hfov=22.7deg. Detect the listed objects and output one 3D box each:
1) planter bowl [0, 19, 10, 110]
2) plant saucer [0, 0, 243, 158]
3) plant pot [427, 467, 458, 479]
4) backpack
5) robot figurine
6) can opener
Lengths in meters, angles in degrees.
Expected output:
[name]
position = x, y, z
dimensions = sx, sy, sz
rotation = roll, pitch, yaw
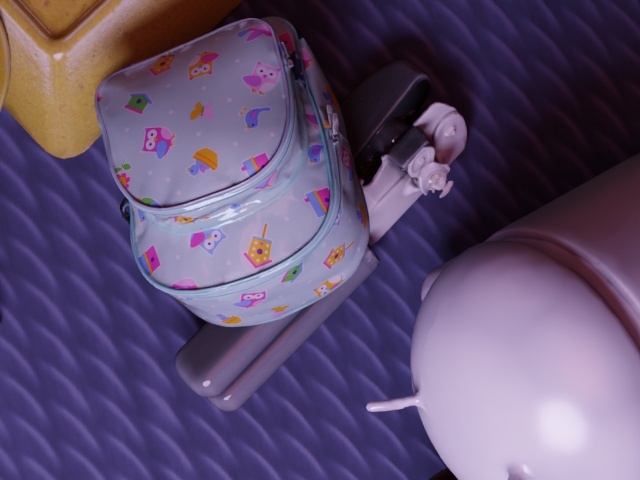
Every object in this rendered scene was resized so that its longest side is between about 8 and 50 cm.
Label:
[planter bowl]
position = -0.329, -0.125, 1.086
dimensions = 0.217, 0.217, 0.090
rotation = -35, 50, -2
[plant saucer]
position = -0.178, -0.284, 1.120
dimensions = 0.332, 0.081, 0.333
rotation = -43, 93, -1
[plant pot]
position = 0.174, 0.288, 1.103
dimensions = 0.215, 0.215, 0.231
rotation = -4, 106, -3
[backpack]
position = -0.058, -0.043, 1.068
dimensions = 0.165, 0.144, 0.188
rotation = -21, 70, 8
[robot figurine]
position = 0.203, 0.059, 1.053
dimensions = 0.353, 0.300, 0.200
rotation = -28, 120, -29
[can opener]
position = 0.000, 0.000, 1.149
dimensions = 0.093, 0.074, 0.280
rotation = 38, 86, 31
